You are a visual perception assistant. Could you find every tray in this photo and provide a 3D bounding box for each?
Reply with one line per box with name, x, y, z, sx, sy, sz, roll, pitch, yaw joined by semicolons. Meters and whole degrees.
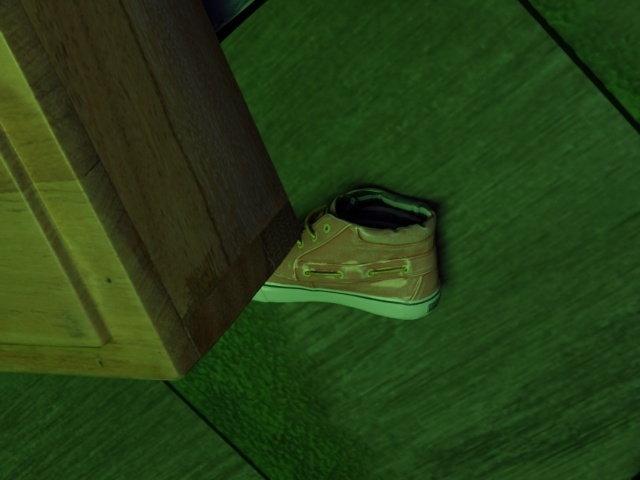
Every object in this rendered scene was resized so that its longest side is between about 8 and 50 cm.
tray;-0.223;-0.058;0.459;0.411;0.076;0.203;-1;125;36

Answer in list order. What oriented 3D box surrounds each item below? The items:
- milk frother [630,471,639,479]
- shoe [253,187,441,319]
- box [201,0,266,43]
milk frother;0.283;0.230;0.993;0.129;0.143;0.135;-28;105;33
shoe;0.000;0.000;1.038;0.178;0.063;0.081;9;126;17
box;-0.118;-0.331;0.564;0.472;0.480;0.297;47;134;-9
